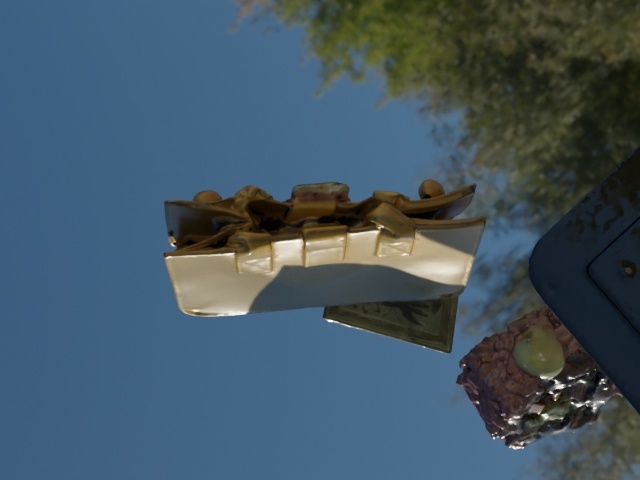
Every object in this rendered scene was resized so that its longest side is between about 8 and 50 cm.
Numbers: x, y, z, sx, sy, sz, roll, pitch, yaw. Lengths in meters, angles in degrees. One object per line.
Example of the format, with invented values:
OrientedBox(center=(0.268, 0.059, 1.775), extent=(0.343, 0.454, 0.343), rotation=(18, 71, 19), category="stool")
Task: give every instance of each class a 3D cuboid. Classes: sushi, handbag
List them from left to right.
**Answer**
OrientedBox(center=(0.000, 0.000, 1.747), extent=(0.283, 0.401, 0.133), rotation=(101, 166, -76), category="handbag")
OrientedBox(center=(0.380, 0.238, 2.348), extent=(0.236, 0.270, 0.171), rotation=(77, 166, -49), category="sushi")

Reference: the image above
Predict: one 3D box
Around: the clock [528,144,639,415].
OrientedBox(center=(0.308, 0.030, 0.889), extent=(0.279, 0.273, 0.049), rotation=(51, -157, 20), category="clock")

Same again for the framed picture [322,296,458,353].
OrientedBox(center=(0.113, 0.064, 2.031), extent=(0.231, 0.010, 0.173), rotation=(16, -106, -28), category="framed picture")
